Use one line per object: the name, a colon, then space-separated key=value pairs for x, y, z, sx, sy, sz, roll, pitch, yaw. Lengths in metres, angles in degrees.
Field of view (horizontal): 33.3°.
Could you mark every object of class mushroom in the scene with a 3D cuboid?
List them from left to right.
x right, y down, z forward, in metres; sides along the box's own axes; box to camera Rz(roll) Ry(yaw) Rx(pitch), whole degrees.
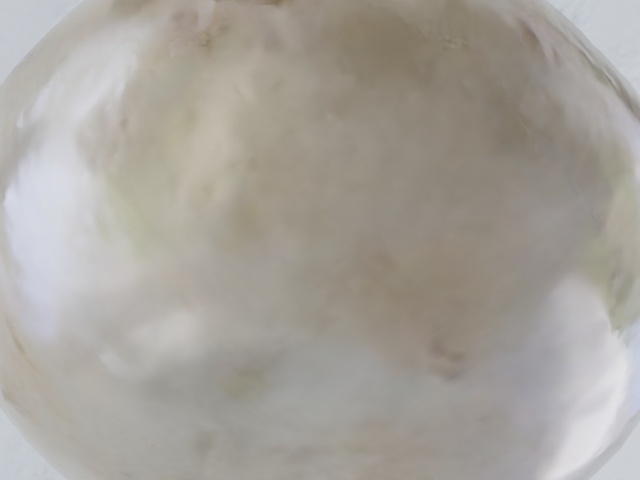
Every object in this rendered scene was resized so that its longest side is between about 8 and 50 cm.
mushroom: x=0.000 y=0.000 z=0.562 sx=0.362 sy=0.362 sz=0.294 roll=24 pitch=-138 yaw=-19
